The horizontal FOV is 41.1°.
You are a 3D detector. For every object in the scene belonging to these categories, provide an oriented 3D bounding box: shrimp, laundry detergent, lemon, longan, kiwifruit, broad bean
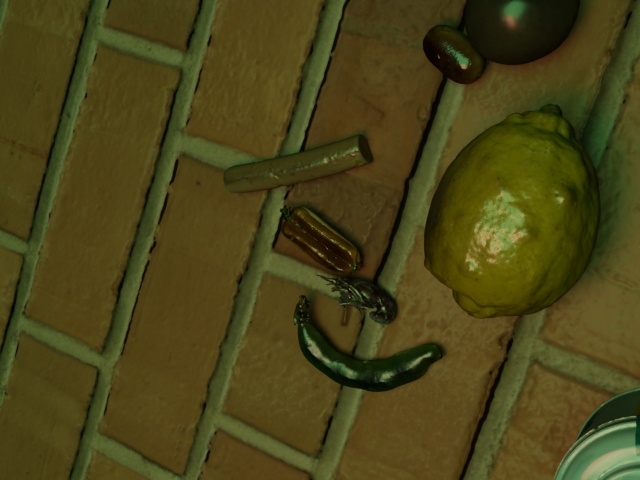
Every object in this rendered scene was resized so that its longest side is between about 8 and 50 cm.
[{"bbox_3d":[0.064,0.101,1.571,0.165,0.056,0.065,20,85,9],"label":"shrimp"},{"bbox_3d":[0.497,0.382,1.257,0.287,0.305,0.287,1,91,24],"label":"laundry detergent"},{"bbox_3d":[0.310,-0.035,1.358,0.316,0.285,0.285,-40,75,-4],"label":"lemon"},{"bbox_3d":[0.329,-0.374,1.398,0.187,0.167,0.167,-22,82,1],"label":"longan"},{"bbox_3d":[0.233,-0.323,1.482,0.124,0.075,0.075,44,107,20],"label":"kiwifruit"},{"bbox_3d":[0.072,0.209,1.571,0.292,0.049,0.144,20,111,16],"label":"broad bean"}]

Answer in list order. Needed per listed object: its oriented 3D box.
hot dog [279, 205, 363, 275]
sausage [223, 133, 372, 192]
[{"bbox_3d":[0.000,0.000,1.602,0.188,0.055,0.072,38,102,18],"label":"hot dog"},{"bbox_3d":[-0.051,-0.139,1.618,0.301,0.066,0.066,-12,87,25],"label":"sausage"}]
